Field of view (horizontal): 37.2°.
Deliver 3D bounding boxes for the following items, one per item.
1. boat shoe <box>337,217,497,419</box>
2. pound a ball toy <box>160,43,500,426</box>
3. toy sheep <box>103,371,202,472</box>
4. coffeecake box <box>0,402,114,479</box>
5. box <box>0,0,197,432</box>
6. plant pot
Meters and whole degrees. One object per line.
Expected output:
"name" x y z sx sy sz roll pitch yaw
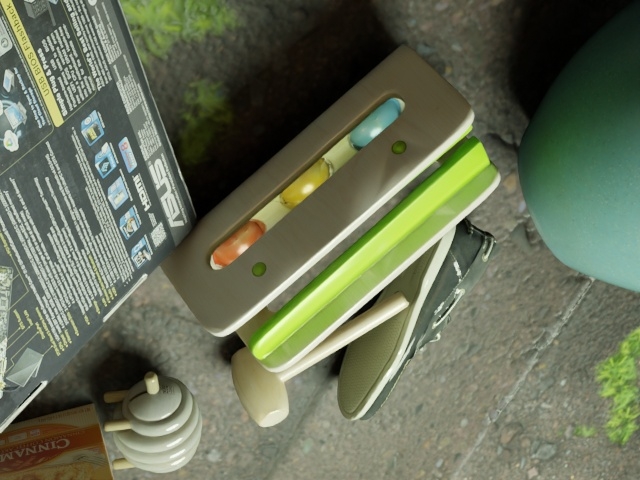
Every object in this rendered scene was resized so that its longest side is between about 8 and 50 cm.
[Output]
"boat shoe" 0.092 0.083 0.935 0.079 0.084 0.233 21 104 -30
"pound a ball toy" 0.000 0.000 0.845 0.319 0.136 0.208 -41 149 2
"toy sheep" -0.153 0.168 0.876 0.091 0.091 0.132 -15 139 -15
"coffeecake box" -0.245 0.235 0.811 0.142 0.185 0.068 -12 120 -17
"box" -0.244 -0.075 0.583 0.318 0.097 0.395 -55 143 -39
"plant pot" 0.296 -0.069 0.855 0.195 0.290 0.290 -22 132 34
